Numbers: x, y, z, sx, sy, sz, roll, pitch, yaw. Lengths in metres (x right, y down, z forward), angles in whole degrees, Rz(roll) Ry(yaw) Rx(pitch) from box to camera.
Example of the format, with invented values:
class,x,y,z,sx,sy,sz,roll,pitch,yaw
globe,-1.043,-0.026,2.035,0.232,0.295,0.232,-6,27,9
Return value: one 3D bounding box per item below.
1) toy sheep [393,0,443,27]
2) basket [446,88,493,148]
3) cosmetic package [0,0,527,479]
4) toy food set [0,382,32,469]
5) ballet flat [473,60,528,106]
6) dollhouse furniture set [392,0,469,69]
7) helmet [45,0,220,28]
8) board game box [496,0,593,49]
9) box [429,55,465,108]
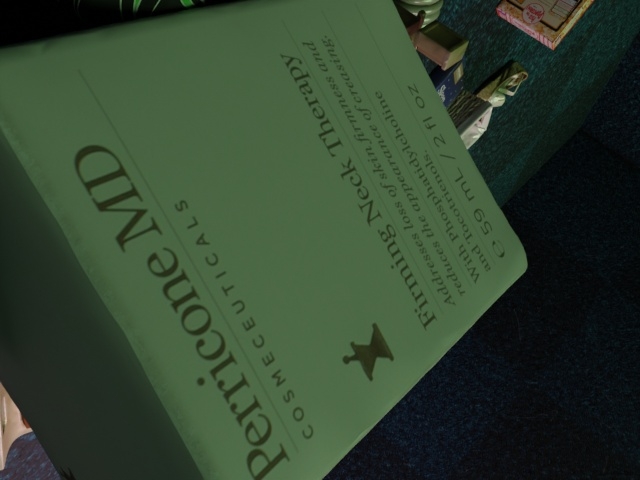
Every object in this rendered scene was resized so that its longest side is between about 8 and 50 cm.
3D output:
class,x,y,z,sx,sy,sz,roll,pitch,yaw
toy sheep,0.139,-0.355,0.881,0.091,0.091,0.132,-38,153,-28
basket,0.308,-0.265,1.395,0.167,0.103,0.113,-45,161,-12
cosmetic package,-0.086,0.007,0.564,0.394,0.329,0.327,-32,-175,-41
toy food set,-0.318,0.228,0.884,0.306,0.092,0.219,-8,136,-32
ballet flat,0.468,-0.394,1.546,0.206,0.067,0.073,-43,161,-14
dollhouse furniture set,0.064,-0.241,0.785,0.161,0.182,0.101,-37,159,-30
helmet,-0.133,-0.233,0.408,0.169,0.169,0.161,-43,177,-14
board game box,0.485,-0.517,1.220,0.193,0.147,0.045,-51,161,12
box,0.248,-0.312,1.278,0.225,0.036,0.136,-50,161,2
